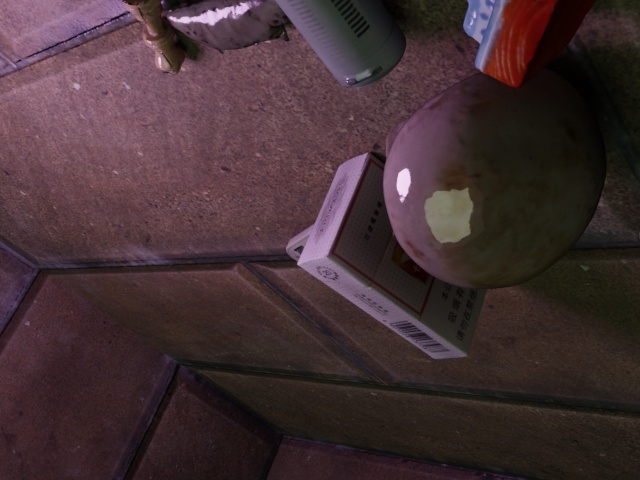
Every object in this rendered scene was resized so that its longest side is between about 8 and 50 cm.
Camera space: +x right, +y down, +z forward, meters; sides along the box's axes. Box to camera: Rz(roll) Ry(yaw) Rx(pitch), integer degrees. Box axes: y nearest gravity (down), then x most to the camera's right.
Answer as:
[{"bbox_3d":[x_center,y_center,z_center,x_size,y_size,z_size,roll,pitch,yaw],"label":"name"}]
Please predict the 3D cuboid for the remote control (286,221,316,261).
[{"bbox_3d":[0.000,0.000,1.551,0.078,0.042,0.221,30,154,-16],"label":"remote control"}]

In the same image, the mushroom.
[{"bbox_3d":[0.203,-0.098,0.996,0.297,0.297,0.290,47,-177,-39],"label":"mushroom"}]

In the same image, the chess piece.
[{"bbox_3d":[-0.243,-0.311,1.146,0.060,0.060,0.172,15,154,17],"label":"chess piece"}]

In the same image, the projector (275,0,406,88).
[{"bbox_3d":[-0.026,-0.326,0.883,0.108,0.108,0.337,-2,144,41],"label":"projector"}]

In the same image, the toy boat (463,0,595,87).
[{"bbox_3d":[0.213,-0.299,0.720,0.133,0.145,0.332,43,160,14],"label":"toy boat"}]

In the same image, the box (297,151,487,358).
[{"bbox_3d":[0.140,0.034,1.307,0.330,0.210,0.095,35,151,-23],"label":"box"}]

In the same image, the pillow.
[{"bbox_3d":[-0.112,-0.302,1.060,0.241,0.051,0.093,0,141,37],"label":"pillow"}]
